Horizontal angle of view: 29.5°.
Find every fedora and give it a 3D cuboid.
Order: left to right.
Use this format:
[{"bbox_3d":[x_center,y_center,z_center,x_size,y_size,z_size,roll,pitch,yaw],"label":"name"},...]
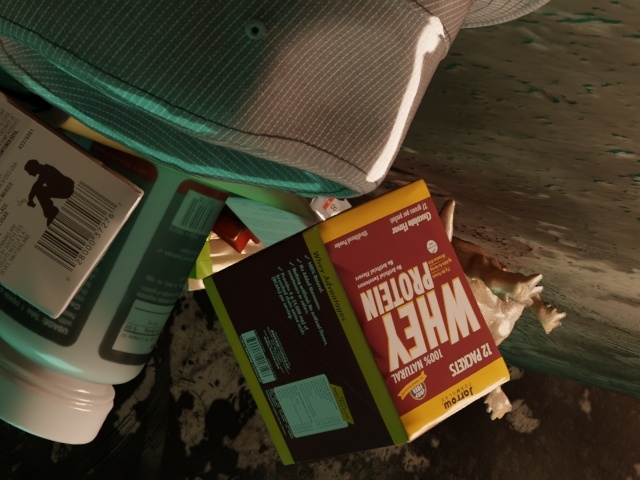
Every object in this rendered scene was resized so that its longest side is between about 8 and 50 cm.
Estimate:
[{"bbox_3d":[-0.042,-0.096,0.534,0.275,0.124,0.243,20,173,-20],"label":"fedora"}]

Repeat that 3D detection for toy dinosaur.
[{"bbox_3d":[0.131,0.042,1.222,0.296,0.127,0.200,46,-178,-47],"label":"toy dinosaur"}]

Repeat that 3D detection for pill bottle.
[{"bbox_3d":[-0.211,0.031,1.130,0.161,0.283,0.161,27,-176,-2],"label":"pill bottle"}]

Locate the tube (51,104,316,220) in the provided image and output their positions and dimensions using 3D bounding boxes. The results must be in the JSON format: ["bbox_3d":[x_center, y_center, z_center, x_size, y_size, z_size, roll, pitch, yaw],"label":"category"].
[{"bbox_3d":[-0.108,-0.081,1.027,0.240,0.070,0.062,21,161,-34],"label":"tube"}]

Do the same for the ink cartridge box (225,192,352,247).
[{"bbox_3d":[0.000,0.000,1.252,0.145,0.045,0.179,9,151,47],"label":"ink cartridge box"}]

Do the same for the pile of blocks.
[{"bbox_3d":[-0.197,-0.030,1.280,0.362,0.149,0.112,22,171,-31],"label":"pile of blocks"}]

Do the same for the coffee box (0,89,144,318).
[{"bbox_3d":[-0.290,-0.074,0.936,0.297,0.119,0.168,35,177,-7],"label":"coffee box"}]

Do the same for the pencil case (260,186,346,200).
[{"bbox_3d":[-0.045,-0.074,0.934,0.151,0.065,0.070,14,-153,32],"label":"pencil case"}]

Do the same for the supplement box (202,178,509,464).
[{"bbox_3d":[0.027,0.076,1.074,0.129,0.191,0.194,-24,180,-37],"label":"supplement box"}]
